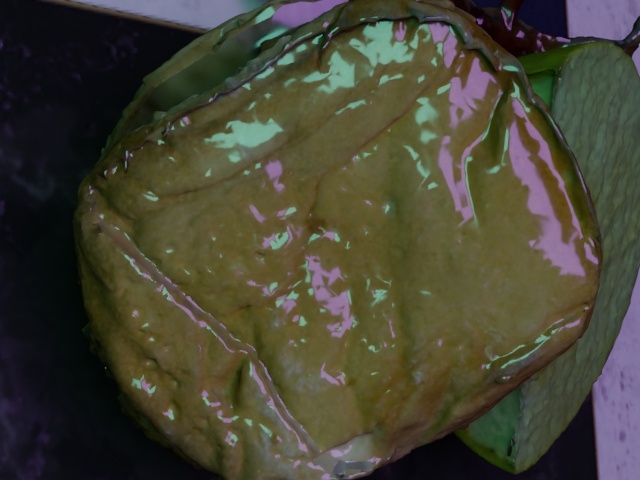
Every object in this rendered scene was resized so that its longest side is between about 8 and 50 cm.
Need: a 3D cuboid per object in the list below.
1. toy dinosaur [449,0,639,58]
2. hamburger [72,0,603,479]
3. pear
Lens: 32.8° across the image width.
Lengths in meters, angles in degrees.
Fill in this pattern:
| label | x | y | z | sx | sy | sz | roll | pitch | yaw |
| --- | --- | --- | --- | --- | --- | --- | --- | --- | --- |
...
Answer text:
| label | x | y | z | sx | sy | sz | roll | pitch | yaw |
| --- | --- | --- | --- | --- | --- | --- | --- | --- | --- |
| toy dinosaur | 0.095 | -0.149 | 0.795 | 0.327 | 0.113 | 0.206 | -12 | 128 | -19 |
| hamburger | 0.000 | -0.001 | 0.607 | 0.283 | 0.144 | 0.259 | -25 | 100 | 0 |
| pear | 0.155 | -0.013 | 0.786 | 0.239 | 0.139 | 0.288 | -18 | 118 | -44 |
